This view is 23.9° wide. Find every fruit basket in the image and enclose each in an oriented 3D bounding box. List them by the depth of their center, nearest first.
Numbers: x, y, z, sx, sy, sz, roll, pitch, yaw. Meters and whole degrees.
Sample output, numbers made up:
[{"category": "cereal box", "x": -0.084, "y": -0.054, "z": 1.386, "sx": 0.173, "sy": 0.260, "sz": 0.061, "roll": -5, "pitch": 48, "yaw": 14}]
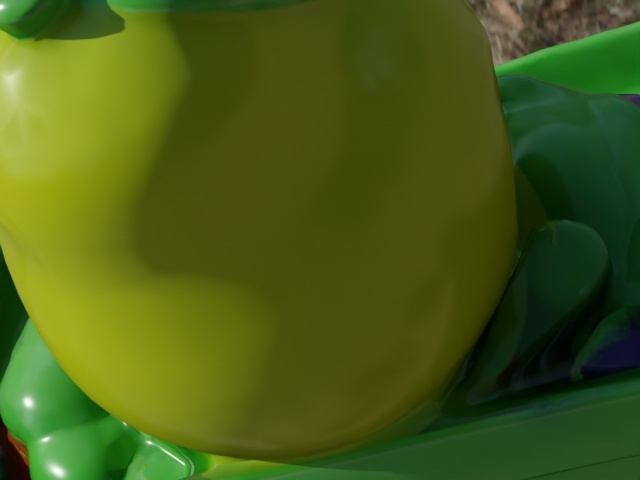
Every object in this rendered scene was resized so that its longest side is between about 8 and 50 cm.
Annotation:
[{"category": "fruit basket", "x": 0.000, "y": 0.000, "z": 0.557, "sx": 0.392, "sy": 0.392, "sz": 0.283, "roll": -10, "pitch": 32, "yaw": 11}]
